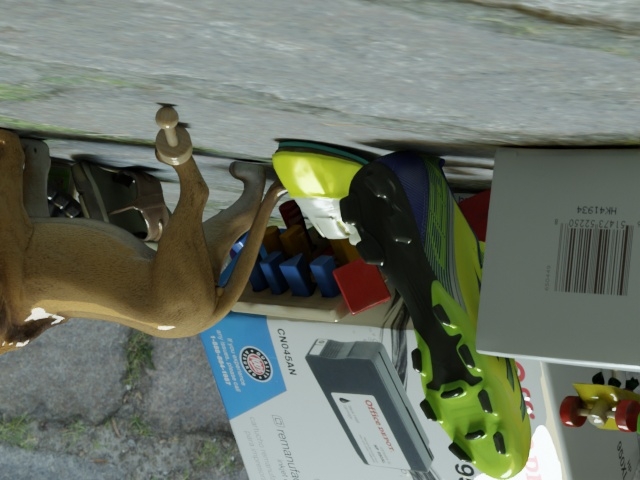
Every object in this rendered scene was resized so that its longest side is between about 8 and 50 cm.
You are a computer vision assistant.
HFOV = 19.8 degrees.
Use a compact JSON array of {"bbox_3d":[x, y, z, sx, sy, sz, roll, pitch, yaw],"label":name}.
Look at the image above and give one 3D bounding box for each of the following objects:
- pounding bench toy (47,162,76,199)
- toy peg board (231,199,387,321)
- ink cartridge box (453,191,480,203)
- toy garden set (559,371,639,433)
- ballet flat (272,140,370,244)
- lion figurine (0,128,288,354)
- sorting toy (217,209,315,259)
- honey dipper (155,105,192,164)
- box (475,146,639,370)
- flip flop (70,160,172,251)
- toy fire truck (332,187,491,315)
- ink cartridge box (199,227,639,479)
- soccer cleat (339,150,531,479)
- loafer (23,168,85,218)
[{"bbox_3d":[-0.318,-0.061,2.065,0.083,0.052,0.065,6,177,-5],"label":"pounding bench toy"},{"bbox_3d":[0.000,0.000,1.807,0.161,0.079,0.160,3,-147,48],"label":"toy peg board"},{"bbox_3d":[0.245,-0.019,1.849,0.207,0.046,0.097,3,178,30],"label":"ink cartridge box"},{"bbox_3d":[0.346,0.144,1.558,0.204,0.049,0.244,0,174,44],"label":"toy garden set"},{"bbox_3d":[0.027,-0.036,1.650,0.077,0.077,0.231,2,175,26],"label":"ballet flat"},{"bbox_3d":[-0.216,0.026,1.749,0.392,0.240,0.142,5,177,8],"label":"lion figurine"},{"bbox_3d":[-0.007,-0.001,2.457,0.365,0.127,0.126,6,149,43],"label":"sorting toy"},{"bbox_3d":[-0.121,-0.088,1.475,0.030,0.030,0.161,6,173,-1],"label":"honey dipper"},{"bbox_3d":[0.321,0.030,1.490,0.215,0.168,0.345,2,175,44],"label":"box"},{"bbox_3d":[-0.199,-0.034,2.020,0.080,0.112,0.277,-22,168,13],"label":"flip flop"},{"bbox_3d":[0.109,0.004,1.672,0.192,0.047,0.135,-23,173,-7],"label":"toy fire truck"},{"bbox_3d":[0.103,0.152,1.899,0.395,0.285,0.166,3,-145,29],"label":"ink cartridge box"},{"bbox_3d":[0.120,0.055,1.524,0.121,0.289,0.093,-15,166,-39],"label":"soccer cleat"},{"bbox_3d":[-0.414,-0.040,1.987,0.366,0.134,0.130,21,178,-16],"label":"loafer"}]
